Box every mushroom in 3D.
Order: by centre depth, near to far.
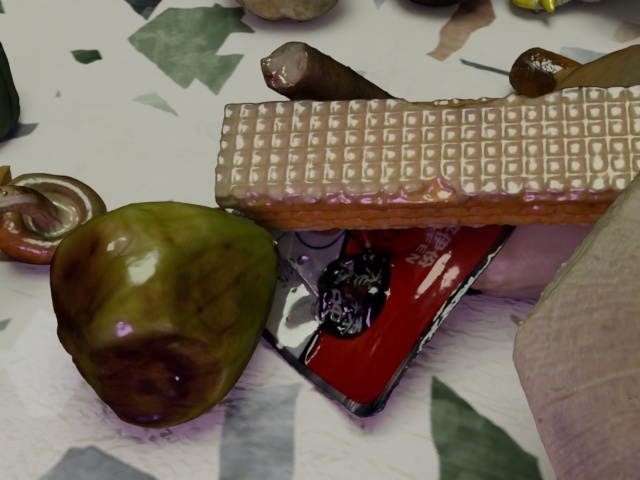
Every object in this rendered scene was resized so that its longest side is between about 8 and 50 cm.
[{"bbox_3d":[-0.240,-0.019,0.741,0.129,0.073,0.088,3,57,-60],"label":"mushroom"},{"bbox_3d":[-0.039,-0.331,1.065,0.166,0.127,0.166,-4,64,7],"label":"mushroom"}]

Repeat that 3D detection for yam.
[{"bbox_3d":[0.019,-0.129,0.793,0.056,0.057,0.241,24,8,24],"label":"yam"}]

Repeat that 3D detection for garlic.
[{"bbox_3d":[0.196,-0.037,0.756,0.338,0.151,0.196,-42,34,-24],"label":"garlic"}]

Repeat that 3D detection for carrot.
[{"bbox_3d":[0.268,-0.147,0.913,0.161,0.055,0.055,29,49,25],"label":"carrot"}]

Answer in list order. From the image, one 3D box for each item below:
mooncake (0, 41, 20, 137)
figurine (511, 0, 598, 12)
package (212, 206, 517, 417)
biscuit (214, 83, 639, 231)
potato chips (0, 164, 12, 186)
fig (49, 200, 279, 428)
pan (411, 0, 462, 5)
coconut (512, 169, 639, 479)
[{"bbox_3d":[-0.384,-0.152,0.879,0.175,0.104,0.168,7,48,12],"label":"mooncake"},{"bbox_3d":[0.295,-0.332,1.099,0.129,0.109,0.178,4,56,12],"label":"figurine"},{"bbox_3d":[0.000,0.000,0.716,0.269,0.071,0.194,29,85,30],"label":"package"},{"bbox_3d":[0.113,-0.056,0.648,0.378,0.054,0.094,-1,64,13],"label":"biscuit"},{"bbox_3d":[-0.284,0.005,0.760,0.037,0.026,0.204,-3,41,-9],"label":"potato chips"},{"bbox_3d":[-0.105,0.039,0.636,0.154,0.144,0.165,39,50,19],"label":"fig"},{"bbox_3d":[0.185,-0.321,1.083,0.202,0.048,0.128,7,49,27],"label":"pan"},{"bbox_3d":[0.271,0.085,0.414,0.346,0.346,0.360,38,16,34],"label":"coconut"}]
